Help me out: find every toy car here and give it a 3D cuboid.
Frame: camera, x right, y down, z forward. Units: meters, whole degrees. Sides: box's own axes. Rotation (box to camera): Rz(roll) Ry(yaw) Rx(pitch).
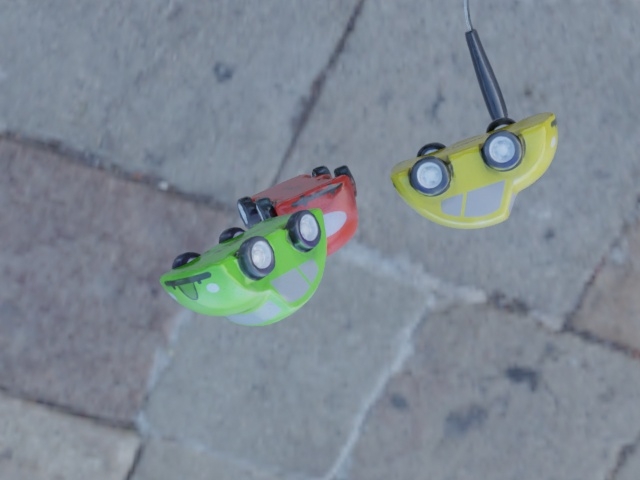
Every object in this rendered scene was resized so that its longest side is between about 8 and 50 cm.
[{"bbox_3d":[0.000,0.000,0.968,0.239,0.225,0.053,-13,101,42],"label":"toy car"}]

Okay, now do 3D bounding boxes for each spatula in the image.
[{"bbox_3d":[0.171,-0.259,1.926,0.030,0.084,0.296,-11,95,16],"label":"spatula"}]
